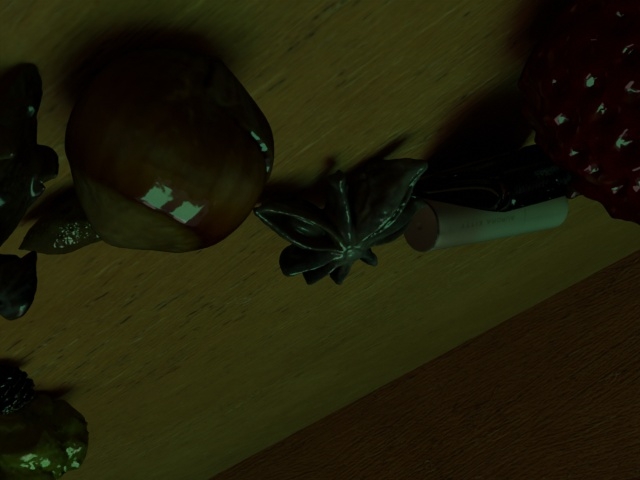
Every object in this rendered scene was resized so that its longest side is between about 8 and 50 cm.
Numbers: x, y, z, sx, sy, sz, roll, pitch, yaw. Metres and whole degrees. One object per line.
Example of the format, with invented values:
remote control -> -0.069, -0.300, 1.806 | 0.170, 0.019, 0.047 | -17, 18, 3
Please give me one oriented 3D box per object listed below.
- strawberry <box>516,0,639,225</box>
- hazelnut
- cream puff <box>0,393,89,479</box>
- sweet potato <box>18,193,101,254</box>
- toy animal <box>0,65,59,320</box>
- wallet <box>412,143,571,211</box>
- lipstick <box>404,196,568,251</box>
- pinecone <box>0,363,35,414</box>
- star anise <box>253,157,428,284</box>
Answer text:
strawberry -> 0.374, -0.192, 0.763 | 0.295, 0.317, 0.345 | -9, 138, -4
hazelnut -> -0.135, -0.076, 0.646 | 0.182, 0.182, 0.182 | -21, 159, -8
cream puff -> -0.496, 0.364, 1.299 | 0.194, 0.195, 0.221 | -12, 160, -30
sweet potato -> -0.223, -0.035, 0.780 | 0.206, 0.060, 0.068 | -33, -166, -6
toy animal -> -0.255, -0.041, 0.582 | 0.188, 0.179, 0.089 | -54, 157, 5
wallet -> 0.275, -0.092, 1.031 | 0.221, 0.071, 0.262 | -19, -168, -19
lipstick -> 0.290, -0.044, 1.274 | 0.326, 0.087, 0.087 | -9, 155, -34
pinecone -> -0.472, 0.220, 1.112 | 0.077, 0.077, 0.083 | -21, 128, -9
star anise -> 0.037, -0.032, 1.012 | 0.257, 0.111, 0.198 | -26, 144, -14
